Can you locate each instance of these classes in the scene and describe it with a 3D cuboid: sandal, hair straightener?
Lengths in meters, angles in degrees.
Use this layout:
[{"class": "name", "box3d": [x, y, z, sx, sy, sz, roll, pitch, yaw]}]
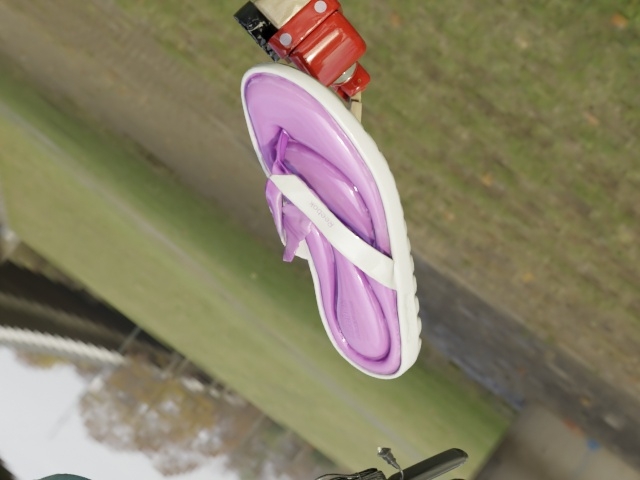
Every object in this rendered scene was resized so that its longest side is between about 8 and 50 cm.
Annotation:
[{"class": "sandal", "box3d": [0.012, 0.001, 1.567, 0.169, 0.102, 0.416, 4, 129, 40]}, {"class": "hair straightener", "box3d": [0.066, 0.279, 1.679, 0.047, 0.230, 0.089, -143, 42, -70]}]

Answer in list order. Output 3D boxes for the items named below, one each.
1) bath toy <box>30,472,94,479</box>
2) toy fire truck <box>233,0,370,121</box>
[{"class": "bath toy", "box3d": [-0.287, 0.444, 1.612, 0.151, 0.129, 0.348, -10, 95, 46]}, {"class": "toy fire truck", "box3d": [0.007, -0.211, 1.836, 0.246, 0.158, 0.217, 48, -177, 3]}]
